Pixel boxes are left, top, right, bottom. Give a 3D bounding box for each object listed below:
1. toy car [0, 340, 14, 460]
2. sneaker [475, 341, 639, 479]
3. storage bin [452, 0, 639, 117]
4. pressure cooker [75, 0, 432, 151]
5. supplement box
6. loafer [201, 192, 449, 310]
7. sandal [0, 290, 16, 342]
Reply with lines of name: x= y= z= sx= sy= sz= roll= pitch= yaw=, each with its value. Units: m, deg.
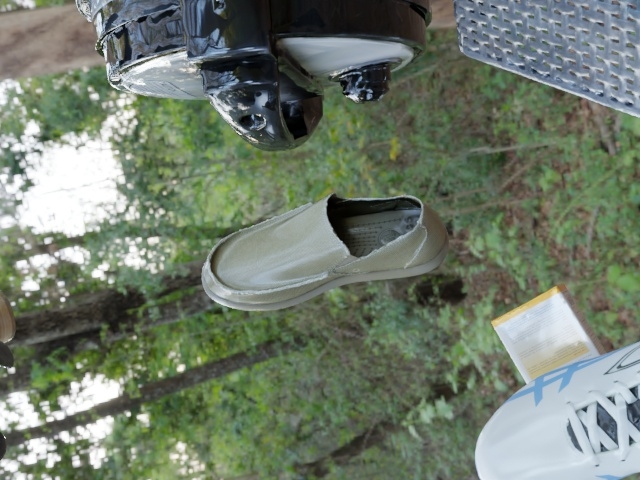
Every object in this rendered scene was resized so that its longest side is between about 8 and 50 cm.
toy car: x=-0.308 y=0.097 z=0.526 sx=0.188 sy=0.149 sz=0.155 roll=31 pitch=-136 yaw=-47
sneaker: x=0.206 y=0.099 z=0.454 sx=0.086 sy=0.237 sz=0.085 roll=49 pitch=-159 yaw=-64
storage bin: x=0.163 y=-0.140 z=0.374 sx=0.180 sy=0.122 sz=0.084 roll=36 pitch=155 yaw=44
pressure cooker: x=-0.067 y=-0.304 z=0.781 sx=0.376 sy=0.370 sz=0.420 roll=-1 pitch=96 yaw=51
supplement box: x=0.190 y=0.092 z=0.589 sx=0.098 sy=0.062 sz=0.036 roll=62 pitch=-157 yaw=12
loafer: x=0.000 y=0.000 z=0.429 sx=0.050 sy=0.148 sz=0.056 roll=75 pitch=-178 yaw=-55
sandal: x=-0.401 y=0.092 z=0.742 sx=0.079 sy=0.240 sz=0.088 roll=-21 pitch=-84 yaw=-49
